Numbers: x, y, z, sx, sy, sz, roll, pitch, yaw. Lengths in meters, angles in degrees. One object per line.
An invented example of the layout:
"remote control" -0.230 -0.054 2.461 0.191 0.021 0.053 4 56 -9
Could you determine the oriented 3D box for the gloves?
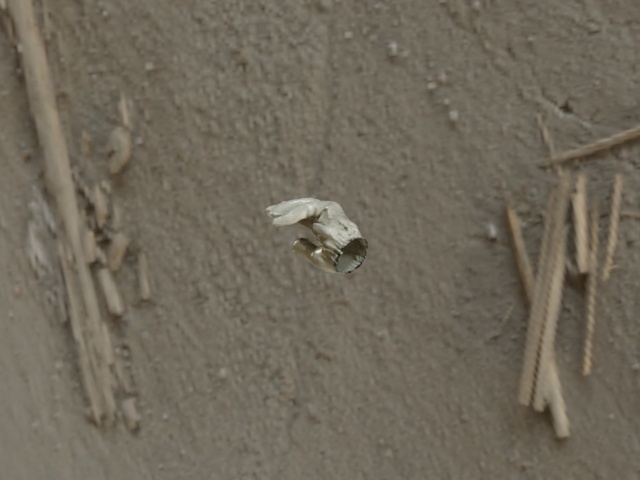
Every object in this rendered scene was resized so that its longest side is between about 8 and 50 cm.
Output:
"gloves" 0.001 -0.001 0.632 0.081 0.037 0.044 32 130 29
